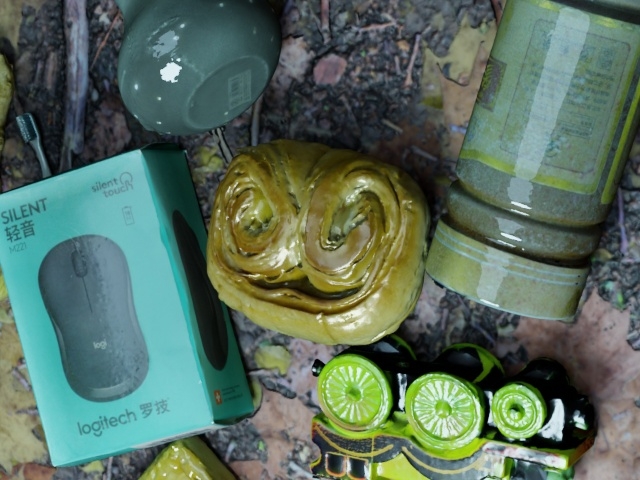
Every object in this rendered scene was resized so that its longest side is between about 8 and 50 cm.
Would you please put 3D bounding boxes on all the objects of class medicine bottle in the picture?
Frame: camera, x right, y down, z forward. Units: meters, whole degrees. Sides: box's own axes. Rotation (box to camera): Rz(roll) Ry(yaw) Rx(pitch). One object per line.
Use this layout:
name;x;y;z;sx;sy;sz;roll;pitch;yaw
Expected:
medicine bottle;0.213;-0.101;1.493;0.151;0.151;0.322;22;105;22

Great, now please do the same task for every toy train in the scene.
toy train;0.127;0.185;1.602;0.296;0.100;0.160;8;105;26

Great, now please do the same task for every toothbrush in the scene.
toothbrush;-0.295;-0.020;1.826;0.022;0.026;0.263;-19;91;27

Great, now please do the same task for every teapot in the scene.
teapot;-0.161;-0.238;1.659;0.183;0.183;0.251;-47;64;23

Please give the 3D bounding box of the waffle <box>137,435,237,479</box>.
waffle;-0.135;0.370;1.777;0.248;0.055;0.221;48;113;14

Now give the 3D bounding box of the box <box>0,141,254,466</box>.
box;-0.216;0.069;1.723;0.205;0.118;0.311;-16;86;16

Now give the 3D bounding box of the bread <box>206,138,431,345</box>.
bread;0.000;0.003;1.622;0.236;0.120;0.198;14;95;26

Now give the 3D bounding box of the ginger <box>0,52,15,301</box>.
ginger;-0.390;-0.076;1.841;0.118;0.065;0.298;-1;95;40
